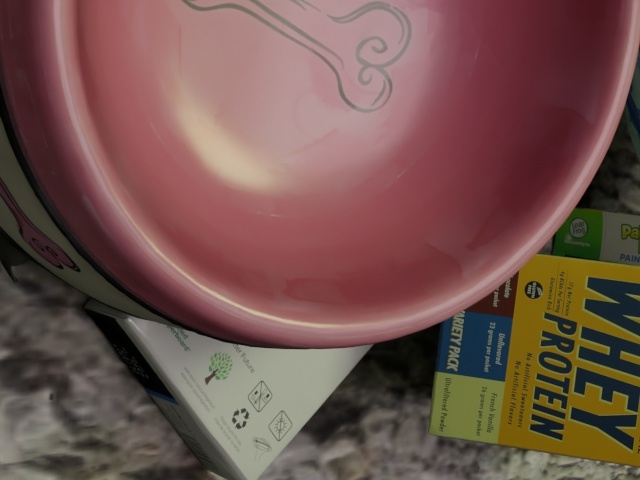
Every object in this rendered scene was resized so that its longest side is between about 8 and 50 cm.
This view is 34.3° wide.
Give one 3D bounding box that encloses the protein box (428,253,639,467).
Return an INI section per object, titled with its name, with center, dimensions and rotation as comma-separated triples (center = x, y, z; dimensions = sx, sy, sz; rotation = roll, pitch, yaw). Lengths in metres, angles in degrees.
[protein box]
center = 0.195, 0.083, 0.791
dimensions = 0.201, 0.200, 0.136
rotation = 12, 86, -80

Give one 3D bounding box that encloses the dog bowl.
[dog bowl]
center = -0.001, -0.124, 0.557
dimensions = 0.408, 0.150, 0.408
rotation = -8, 108, -26

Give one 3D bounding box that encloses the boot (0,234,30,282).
[boot]
center = -0.144, -0.081, 0.629
dimensions = 0.198, 0.077, 0.137
rotation = -33, 120, -19

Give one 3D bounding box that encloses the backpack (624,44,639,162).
[backpack]
center = 0.385, -0.189, 0.900
dimensions = 0.290, 0.273, 0.355
rotation = 3, 48, -9

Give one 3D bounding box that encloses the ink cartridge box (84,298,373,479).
[ink cartridge box]
center = 0.000, 0.000, 0.758
dimensions = 0.333, 0.065, 0.165
rotation = -45, 121, -26

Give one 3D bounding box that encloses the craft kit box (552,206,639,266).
[craft kit box]
center = 0.393, 0.012, 0.972
dimensions = 0.250, 0.247, 0.061
rotation = 4, 97, -41
